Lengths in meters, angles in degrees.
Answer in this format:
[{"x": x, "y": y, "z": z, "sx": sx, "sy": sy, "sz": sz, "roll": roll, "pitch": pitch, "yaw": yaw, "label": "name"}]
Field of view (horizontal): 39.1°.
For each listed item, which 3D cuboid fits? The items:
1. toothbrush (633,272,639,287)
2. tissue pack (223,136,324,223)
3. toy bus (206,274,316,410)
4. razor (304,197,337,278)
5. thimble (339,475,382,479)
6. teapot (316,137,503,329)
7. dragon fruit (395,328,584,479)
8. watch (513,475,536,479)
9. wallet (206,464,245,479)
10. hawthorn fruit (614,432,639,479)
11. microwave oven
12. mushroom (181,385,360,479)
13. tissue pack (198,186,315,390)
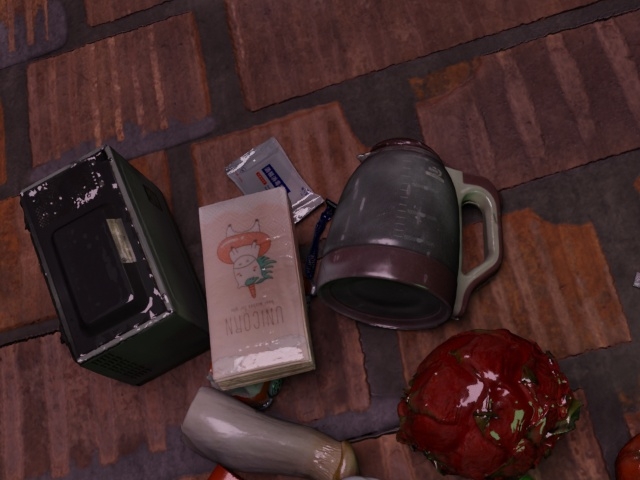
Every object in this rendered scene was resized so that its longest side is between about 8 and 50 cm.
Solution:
[{"x": 0.562, "y": 0.004, "z": 1.543, "sx": 0.014, "sy": 0.011, "sz": 0.167, "roll": 13, "pitch": 74, "yaw": 26, "label": "toothbrush"}, {"x": -0.092, "y": -0.106, "z": 1.759, "sx": 0.122, "sy": 0.026, "sz": 0.193, "roll": -37, "pitch": 65, "yaw": -1, "label": "tissue pack"}, {"x": -0.112, "y": 0.166, "z": 1.609, "sx": 0.121, "sy": 0.120, "sz": 0.265, "roll": 15, "pitch": 74, "yaw": 22, "label": "toy bus"}, {"x": -0.003, "y": -0.001, "z": 1.696, "sx": 0.028, "sy": 0.044, "sz": 0.154, "roll": 4, "pitch": 71, "yaw": 49, "label": "razor"}, {"x": 0.058, "y": 0.477, "z": 1.374, "sx": 0.237, "sy": 0.237, "sz": 0.150, "roll": 36, "pitch": 122, "yaw": 24, "label": "thimble"}, {"x": 0.172, "y": -0.019, "z": 1.566, "sx": 0.315, "sy": 0.233, "sz": 0.312, "roll": 16, "pitch": 67, "yaw": -10, "label": "teapot"}, {"x": 0.247, "y": 0.265, "z": 1.405, "sx": 0.299, "sy": 0.244, "sz": 0.244, "roll": -29, "pitch": 62, "yaw": 29, "label": "dragon fruit"}, {"x": 0.312, "y": 0.452, "z": 1.383, "sx": 0.131, "sy": 0.165, "sz": 0.152, "roll": -31, "pitch": 41, "yaw": 26, "label": "watch"}, {"x": -0.178, "y": 0.503, "z": 1.540, "sx": 0.142, "sy": 0.045, "sz": 0.204, "roll": 30, "pitch": 80, "yaw": 24, "label": "wallet"}, {"x": 0.506, "y": 0.349, "z": 1.370, "sx": 0.128, "sy": 0.128, "sz": 0.128, "roll": -5, "pitch": 68, "yaw": 14, "label": "hawthorn fruit"}, {"x": -0.370, "y": 0.057, "z": 1.640, "sx": 0.218, "sy": 0.286, "sz": 0.355, "roll": -28, "pitch": 69, "yaw": 5, "label": "microwave oven"}, {"x": -0.087, "y": 0.347, "z": 1.532, "sx": 0.329, "sy": 0.159, "sz": 0.122, "roll": 16, "pitch": 80, "yaw": 11, "label": "mushroom"}, {"x": -0.113, "y": 0.077, "z": 1.539, "sx": 0.170, "sy": 0.071, "sz": 0.325, "roll": -12, "pitch": 63, "yaw": 8, "label": "tissue pack"}]
